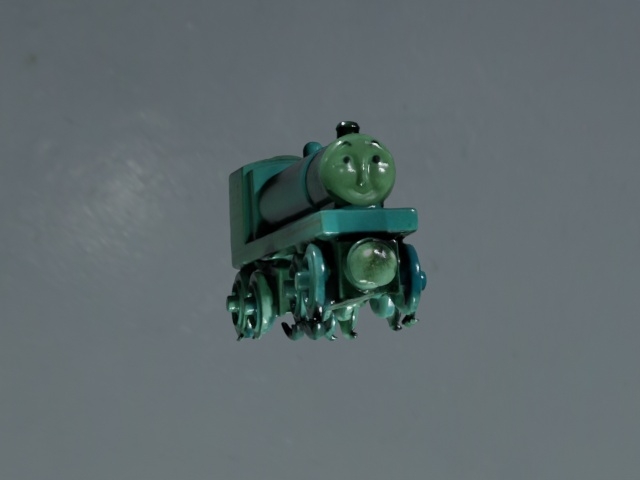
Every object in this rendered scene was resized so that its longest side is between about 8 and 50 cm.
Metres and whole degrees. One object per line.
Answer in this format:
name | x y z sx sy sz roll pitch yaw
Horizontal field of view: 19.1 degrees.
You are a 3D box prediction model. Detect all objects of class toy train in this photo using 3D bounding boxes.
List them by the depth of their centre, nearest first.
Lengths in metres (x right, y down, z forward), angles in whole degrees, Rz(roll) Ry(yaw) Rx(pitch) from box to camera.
toy train | 0.000 0.000 0.408 0.029 0.092 0.045 -2 85 -15
